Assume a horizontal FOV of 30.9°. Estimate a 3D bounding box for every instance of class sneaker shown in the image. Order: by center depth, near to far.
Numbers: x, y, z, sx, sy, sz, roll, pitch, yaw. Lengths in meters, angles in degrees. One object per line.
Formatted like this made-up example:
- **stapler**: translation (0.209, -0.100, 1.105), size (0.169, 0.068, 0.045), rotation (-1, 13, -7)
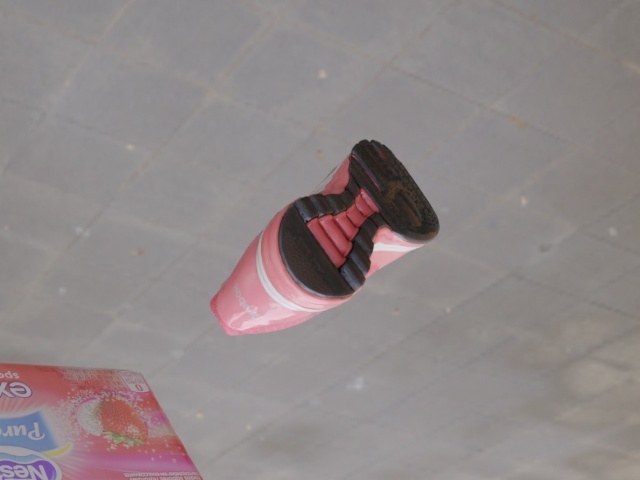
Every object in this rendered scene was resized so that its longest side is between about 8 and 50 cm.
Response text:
- **sneaker**: translation (-0.001, 0.000, 1.074), size (0.136, 0.116, 0.314), rotation (-34, 178, 32)

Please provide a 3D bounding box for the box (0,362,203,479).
- **box**: translation (-0.246, 0.178, 0.770), size (0.299, 0.142, 0.154), rotation (10, 118, -42)
